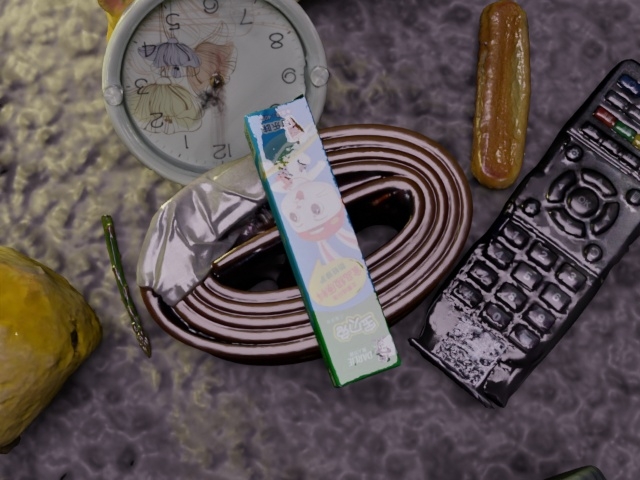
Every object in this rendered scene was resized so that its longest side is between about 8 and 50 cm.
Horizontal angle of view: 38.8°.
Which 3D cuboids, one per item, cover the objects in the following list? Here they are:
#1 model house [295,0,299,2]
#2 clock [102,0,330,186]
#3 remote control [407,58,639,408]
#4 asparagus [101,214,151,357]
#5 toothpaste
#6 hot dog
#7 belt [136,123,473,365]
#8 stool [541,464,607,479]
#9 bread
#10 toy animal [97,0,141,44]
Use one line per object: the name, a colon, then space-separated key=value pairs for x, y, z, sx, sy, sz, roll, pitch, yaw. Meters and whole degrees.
model house: x=-0.052 y=-0.403 z=0.989 sx=0.266 sy=0.261 sz=0.321 roll=-27 pitch=59 yaw=20
clock: x=-0.110 y=-0.170 z=0.962 sx=0.236 sy=0.053 sz=0.236 roll=-5 pitch=115 yaw=-10
remote control: x=0.258 y=-0.007 z=0.954 sx=0.144 sy=0.062 sz=0.399 roll=39 pitch=79 yaw=8
asparagus: x=-0.209 y=0.048 z=0.970 sx=0.016 sy=0.016 sz=0.163 roll=-15 pitch=76 yaw=-22
toothpaste: x=0.000 y=0.000 z=0.843 sx=0.065 sy=0.050 sz=0.267 roll=-18 pitch=81 yaw=-8
hot dog: x=0.198 y=-0.157 z=0.998 sx=0.066 sy=0.047 sz=0.216 roll=7 pitch=77 yaw=-14
belt: x=-0.015 y=0.007 z=0.924 sx=0.338 sy=0.122 sz=0.217 roll=-21 pitch=79 yaw=-4
stool: x=0.188 y=0.390 z=0.758 sx=0.297 sy=0.297 sz=0.330 roll=-22 pitch=73 yaw=-4
bread: x=-0.322 y=0.095 z=0.883 sx=0.197 sy=0.197 sz=0.170 roll=33 pitch=93 yaw=8
toy animal: x=-0.200 y=-0.232 z=0.961 sx=0.070 sy=0.159 sz=0.083 roll=-20 pitch=71 yaw=-6
